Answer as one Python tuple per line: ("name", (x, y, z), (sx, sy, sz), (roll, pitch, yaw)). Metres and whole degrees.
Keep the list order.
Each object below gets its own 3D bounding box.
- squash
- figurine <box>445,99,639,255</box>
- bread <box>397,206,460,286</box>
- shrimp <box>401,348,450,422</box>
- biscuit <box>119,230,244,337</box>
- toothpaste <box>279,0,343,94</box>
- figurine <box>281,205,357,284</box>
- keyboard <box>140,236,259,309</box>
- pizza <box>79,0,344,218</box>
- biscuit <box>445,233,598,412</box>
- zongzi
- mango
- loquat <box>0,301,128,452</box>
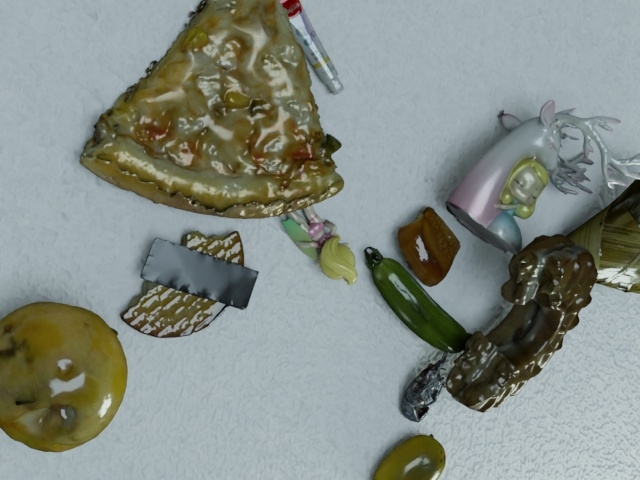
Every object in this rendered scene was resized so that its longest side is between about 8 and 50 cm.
("squash", (0.185, 0.128, 2.083), (0.318, 0.071, 0.080), (41, 73, -26))
("figurine", (0.407, -0.119, 2.090), (0.284, 0.206, 0.316), (36, 90, -20))
("bread", (0.204, 0.007, 2.070), (0.129, 0.044, 0.126), (52, 54, -17))
("shrimp", (0.202, 0.270, 2.113), (0.065, 0.056, 0.165), (26, 115, -22))
("biscuit", (-0.231, 0.074, 1.905), (0.228, 0.031, 0.176), (-14, 105, -21))
("toothpaste", (-0.016, -0.332, 1.929), (0.048, 0.031, 0.190), (-34, 109, -6))
("figurine", (0.000, 0.000, 1.978), (0.083, 0.083, 0.187), (-37, 103, -14))
("keyboard", (-0.199, 0.056, 1.890), (0.196, 0.015, 0.074), (19, 88, -27))
("pizza", (-0.125, -0.179, 1.874), (0.392, 0.080, 0.435), (44, 83, -23))
("biscuit", (0.379, 0.149, 2.076), (0.268, 0.115, 0.366), (-9, 133, -52))
("zongzi", (0.546, -0.027, 2.158), (0.288, 0.134, 0.286), (5, 126, -16))
("mango", (0.164, 0.432, 2.132), (0.161, 0.076, 0.103), (-36, 119, -6))
("loquat", (-0.405, 0.200, 1.737), (0.244, 0.244, 0.244), (-5, 102, -24))
